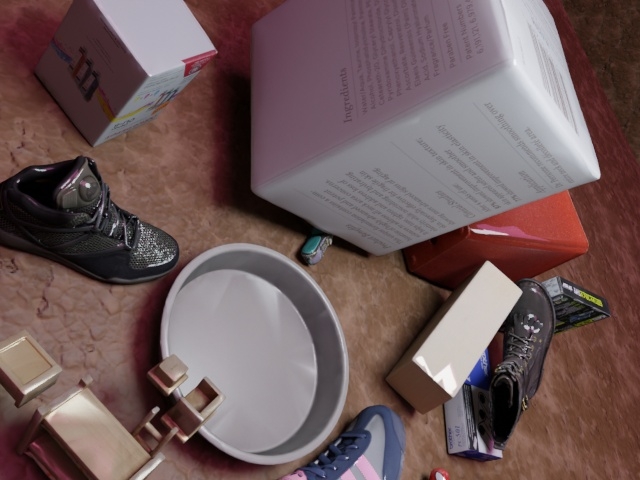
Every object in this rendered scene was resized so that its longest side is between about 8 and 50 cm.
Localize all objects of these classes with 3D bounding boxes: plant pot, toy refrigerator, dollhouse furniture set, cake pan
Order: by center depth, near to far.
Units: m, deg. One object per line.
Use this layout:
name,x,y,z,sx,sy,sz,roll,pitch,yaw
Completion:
dollhouse furniture set,-0.224,0.164,0.600,0.182,0.101,0.161,45,36,6
cake pan,-0.087,0.147,0.771,0.293,0.054,0.293,22,53,-33
toy refrigerator,0.234,0.162,0.981,0.094,0.102,0.269,42,52,7
plant pot,0.291,-0.052,1.115,0.235,0.267,0.267,1,66,-29

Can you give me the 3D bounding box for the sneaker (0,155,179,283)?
sneaker,-0.250,-0.019,0.661,0.227,0.130,0.087,25,53,-34

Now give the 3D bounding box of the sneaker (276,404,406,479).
sneaker,0.010,0.311,0.724,0.131,0.112,0.319,49,41,-14

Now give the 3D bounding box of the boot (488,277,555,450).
boot,0.349,0.208,1.014,0.229,0.091,0.263,-9,101,-62

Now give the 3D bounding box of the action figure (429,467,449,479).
action figure,0.178,0.446,0.792,0.091,0.139,0.280,37,44,-23

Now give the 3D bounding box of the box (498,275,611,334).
box,0.458,0.147,1.185,0.184,0.190,0.045,19,54,-34

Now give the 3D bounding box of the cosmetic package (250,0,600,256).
cosmetic package,0.141,-0.217,0.877,0.329,0.393,0.327,26,52,-47

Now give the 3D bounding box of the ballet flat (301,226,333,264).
ballet flat,0.000,0.000,0.958,0.041,0.041,0.114,44,44,-15

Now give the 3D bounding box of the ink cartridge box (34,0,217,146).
ink cartridge box,-0.253,-0.231,0.746,0.127,0.176,0.128,55,43,-8

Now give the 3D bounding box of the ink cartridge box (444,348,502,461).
ink cartridge box,0.265,0.278,1.034,0.097,0.046,0.207,25,51,-33
